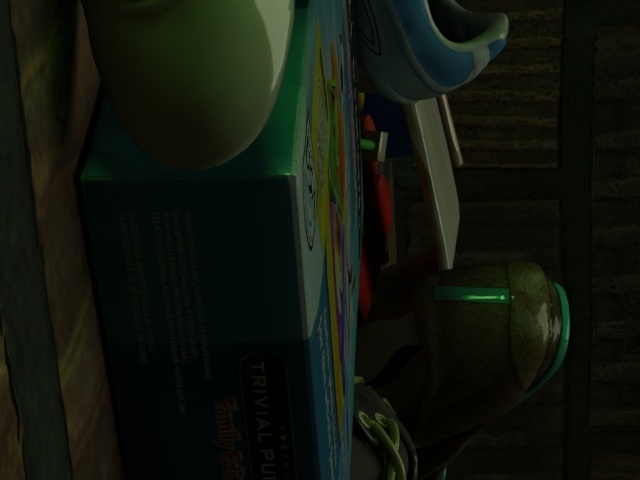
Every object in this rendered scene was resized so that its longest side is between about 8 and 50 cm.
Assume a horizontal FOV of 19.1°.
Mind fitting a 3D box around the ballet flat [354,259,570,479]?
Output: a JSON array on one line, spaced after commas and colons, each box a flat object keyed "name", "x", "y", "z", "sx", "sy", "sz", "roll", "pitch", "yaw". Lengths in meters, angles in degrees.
[{"name": "ballet flat", "x": 0.045, "y": 0.119, "z": 1.273, "sx": 0.342, "sy": 0.124, "sz": 0.116, "roll": 122, "pitch": -27, "yaw": -53}]

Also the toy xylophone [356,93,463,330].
[{"name": "toy xylophone", "x": 0.037, "y": -0.095, "z": 1.306, "sx": 0.236, "sy": 0.081, "sz": 0.322, "roll": -59, "pitch": 139, "yaw": -73}]

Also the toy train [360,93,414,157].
[{"name": "toy train", "x": 0.055, "y": -0.219, "z": 1.889, "sx": 0.143, "sy": 0.105, "sz": 0.248, "roll": -104, "pitch": -171, "yaw": -60}]

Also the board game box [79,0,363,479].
[{"name": "board game box", "x": -0.028, "y": -0.020, "z": 0.844, "sx": 0.336, "sy": 0.079, "sz": 0.253, "roll": -85, "pitch": 172, "yaw": -53}]

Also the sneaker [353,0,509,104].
[{"name": "sneaker", "x": 0.016, "y": -0.180, "z": 0.989, "sx": 0.237, "sy": 0.086, "sz": 0.085, "roll": 54, "pitch": 20, "yaw": -21}]

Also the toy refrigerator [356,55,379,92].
[{"name": "toy refrigerator", "x": 0.008, "y": -0.223, "z": 1.101, "sx": 0.094, "sy": 0.102, "sz": 0.269, "roll": 171, "pitch": -82, "yaw": -76}]

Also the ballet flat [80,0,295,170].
[{"name": "ballet flat", "x": -0.056, "y": -0.148, "z": 0.626, "sx": 0.086, "sy": 0.086, "sz": 0.248, "roll": 74, "pitch": 14, "yaw": -73}]

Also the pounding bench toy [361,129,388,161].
[{"name": "pounding bench toy", "x": -0.001, "y": -0.061, "z": 1.162, "sx": 0.065, "sy": 0.083, "sz": 0.052, "roll": -9, "pitch": 98, "yaw": -86}]

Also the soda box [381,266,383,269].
[{"name": "soda box", "x": 0.019, "y": 0.084, "z": 1.528, "sx": 0.058, "sy": 0.061, "sz": 0.181, "roll": 84, "pitch": 7, "yaw": -53}]

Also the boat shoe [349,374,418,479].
[{"name": "boat shoe", "x": 0.002, "y": 0.125, "z": 1.069, "sx": 0.324, "sy": 0.097, "sz": 0.116, "roll": 65, "pitch": 25, "yaw": -79}]
